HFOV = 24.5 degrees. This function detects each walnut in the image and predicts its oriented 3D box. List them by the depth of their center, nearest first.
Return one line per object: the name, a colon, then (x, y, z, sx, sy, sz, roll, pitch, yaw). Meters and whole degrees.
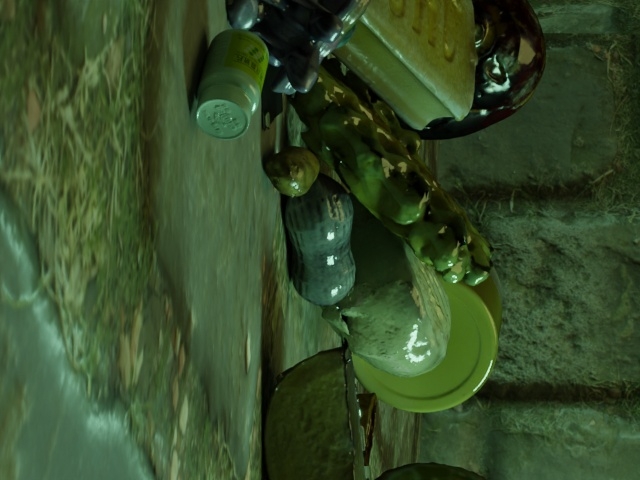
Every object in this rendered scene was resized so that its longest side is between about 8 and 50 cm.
walnut: (0.046, 0.255, 1.996, 0.121, 0.052, 0.091, -68, 160, -63)

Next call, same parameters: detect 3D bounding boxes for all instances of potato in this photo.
potato: (-0.027, -0.066, 1.410, 0.092, 0.045, 0.046, -44, 133, -75)
potato: (-0.001, 0.211, 1.478, 0.138, 0.098, 0.243, -63, 148, -80)

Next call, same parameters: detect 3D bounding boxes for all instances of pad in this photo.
pad: (-0.046, -0.208, 1.397, 0.116, 0.004, 0.193, -62, 152, -74)

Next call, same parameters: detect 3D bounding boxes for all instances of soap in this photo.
soap: (0.076, -0.252, 1.588, 0.274, 0.089, 0.173, 34, 54, -55)

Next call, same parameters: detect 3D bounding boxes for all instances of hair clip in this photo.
hair clip: (-0.013, -0.189, 1.318, 0.137, 0.090, 0.278, -56, 177, 17)

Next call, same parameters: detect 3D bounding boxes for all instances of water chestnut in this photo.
water chestnut: (0.175, -0.279, 2.061, 0.289, 0.289, 0.244, 81, 8, -54)

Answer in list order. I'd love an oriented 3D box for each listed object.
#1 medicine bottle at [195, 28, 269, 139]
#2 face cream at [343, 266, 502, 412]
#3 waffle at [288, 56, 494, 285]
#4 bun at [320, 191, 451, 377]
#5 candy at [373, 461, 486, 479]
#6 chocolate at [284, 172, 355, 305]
medicine bottle: (-0.066, -0.117, 1.097, 0.083, 0.047, 0.047, -81, 170, -45)
face cream: (0.149, 0.113, 2.104, 0.179, 0.218, 0.218, -64, 155, -70)
waffle: (0.077, -0.079, 1.609, 0.317, 0.073, 0.297, 50, 11, 2)
bun: (0.066, 0.055, 1.741, 0.239, 0.141, 0.239, 60, 15, -28)
candy: (0.171, 0.449, 2.208, 0.260, 0.260, 0.118, -80, 169, -47)
chocolate: (0.000, 0.000, 1.534, 0.072, 0.072, 0.167, -80, 171, -48)
